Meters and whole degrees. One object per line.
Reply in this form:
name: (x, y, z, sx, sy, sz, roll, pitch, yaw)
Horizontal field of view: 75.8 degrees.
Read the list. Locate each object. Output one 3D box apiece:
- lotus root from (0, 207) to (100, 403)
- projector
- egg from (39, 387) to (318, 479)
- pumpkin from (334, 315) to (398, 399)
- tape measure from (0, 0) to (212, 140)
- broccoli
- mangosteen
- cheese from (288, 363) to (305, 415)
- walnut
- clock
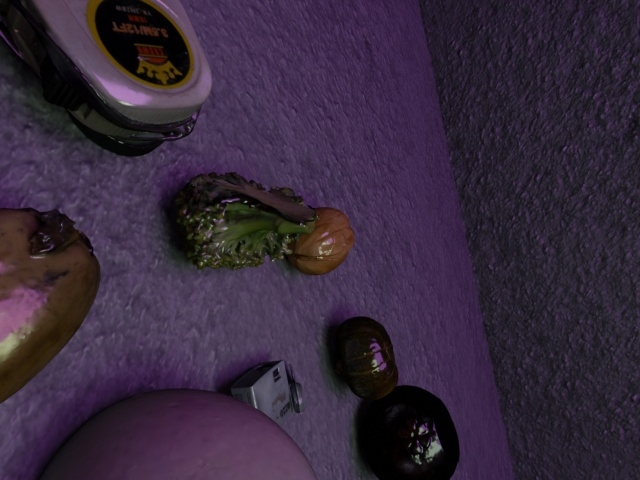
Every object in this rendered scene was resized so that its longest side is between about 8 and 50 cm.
lotus root: (-0.375, 0.093, 0.418, 0.182, 0.183, 0.309, 57, 41, -28)
projector: (-0.114, 0.309, 0.796, 0.147, 0.061, 0.115, -9, 89, -73)
egg: (-0.139, 0.379, 0.523, 0.355, 0.340, 0.353, 20, 65, -53)
pumpkin: (0.112, 0.310, 1.079, 0.219, 0.163, 0.218, -21, 90, -81)
tape measure: (-0.304, -0.251, 0.591, 0.271, 0.133, 0.231, -25, 94, -52)
broccoli: (-0.133, -0.010, 0.760, 0.243, 0.273, 0.180, -17, 127, -54)
mangosteen: (0.252, 0.542, 1.131, 0.287, 0.233, 0.287, 46, 25, -28)
cheese: (-0.051, 0.324, 0.880, 0.120, 0.026, 0.067, -119, -159, -64)
walnut: (0.000, 0.000, 1.002, 0.207, 0.159, 0.159, -40, 114, -52)
clock: (-0.330, -0.235, 0.691, 0.185, 0.040, 0.184, 21, 63, -51)
